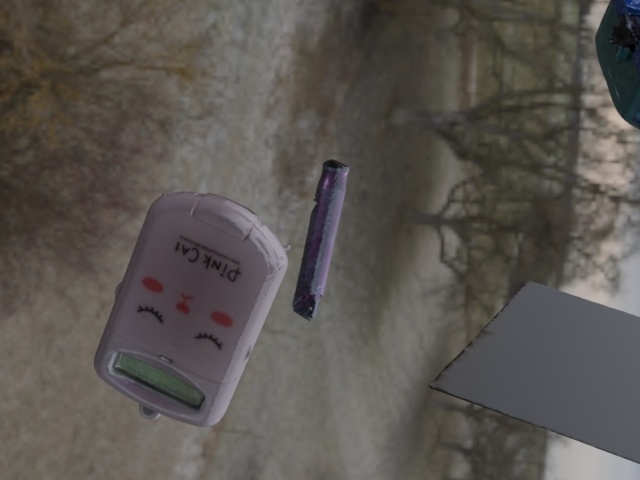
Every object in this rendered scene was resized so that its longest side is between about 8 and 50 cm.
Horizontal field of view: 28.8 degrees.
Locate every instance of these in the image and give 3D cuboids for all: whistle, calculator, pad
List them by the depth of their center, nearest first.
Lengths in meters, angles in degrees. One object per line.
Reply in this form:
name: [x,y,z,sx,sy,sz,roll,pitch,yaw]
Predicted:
calculator: [-0.088,0.049,0.832,0.032,0.100,0.175,-53,167,-67]
pad: [0.192,0.088,0.863,0.245,0.170,0.006,-30,135,-62]
whistle: [0.000,0.000,1.340,0.033,0.033,0.176,-47,150,-75]

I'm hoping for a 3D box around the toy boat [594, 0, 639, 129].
toy boat: [0.195,-0.084,0.438,0.110,0.175,0.091,110,-22,-50]
